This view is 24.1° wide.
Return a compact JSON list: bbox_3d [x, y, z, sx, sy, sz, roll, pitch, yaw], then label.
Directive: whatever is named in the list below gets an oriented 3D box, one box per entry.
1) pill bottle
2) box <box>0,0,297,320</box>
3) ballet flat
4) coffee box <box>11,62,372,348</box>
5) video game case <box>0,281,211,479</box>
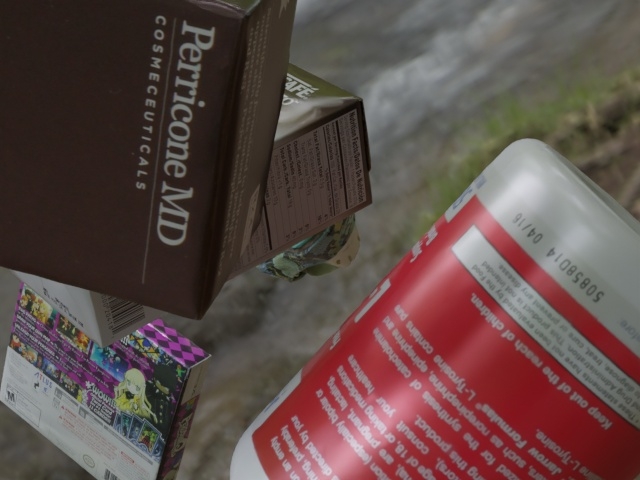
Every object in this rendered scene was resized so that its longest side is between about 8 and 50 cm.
[{"bbox_3d":[0.087,0.147,1.038,0.407,0.229,0.229,-48,36,10],"label":"pill bottle"},{"bbox_3d":[-0.216,-0.107,0.851,0.381,0.191,0.143,13,30,6],"label":"box"},{"bbox_3d":[0.000,0.000,1.300,0.070,0.070,0.188,-50,10,-19],"label":"ballet flat"},{"bbox_3d":[-0.101,-0.040,1.104,0.246,0.098,0.141,-29,40,-28],"label":"coffee box"},{"bbox_3d":[-0.230,0.144,1.555,0.232,0.210,0.042,33,35,24],"label":"video game case"}]
